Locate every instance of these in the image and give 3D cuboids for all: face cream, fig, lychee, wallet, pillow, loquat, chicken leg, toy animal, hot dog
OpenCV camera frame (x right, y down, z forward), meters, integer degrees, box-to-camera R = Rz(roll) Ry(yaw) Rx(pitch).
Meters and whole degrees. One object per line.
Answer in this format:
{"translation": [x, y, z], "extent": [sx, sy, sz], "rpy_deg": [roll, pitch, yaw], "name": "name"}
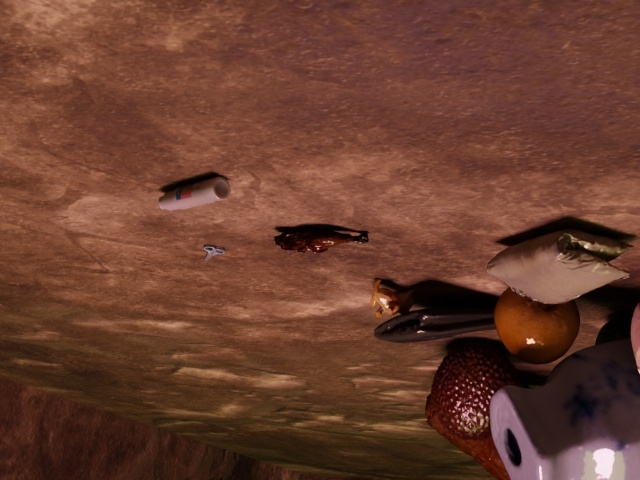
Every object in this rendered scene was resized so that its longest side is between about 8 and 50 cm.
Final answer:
{"translation": [-0.181, -0.062, 1.651], "extent": [0.130, 0.034, 0.034], "rpy_deg": [-12, 154, 43], "name": "face cream"}
{"translation": [0.548, 0.189, 2.010], "extent": [0.156, 0.123, 0.123], "rpy_deg": [0, 164, -17], "name": "fig"}
{"translation": [0.305, 0.292, 2.292], "extent": [0.194, 0.194, 0.194], "rpy_deg": [6, 161, 2], "name": "lychee"}
{"translation": [0.233, 0.146, 2.027], "extent": [0.245, 0.052, 0.168], "rpy_deg": [-2, 168, -28], "name": "wallet"}
{"translation": [0.341, 0.036, 1.685], "extent": [0.134, 0.078, 0.181], "rpy_deg": [17, 158, -26], "name": "pillow"}
{"translation": [0.342, 0.125, 1.869], "extent": [0.141, 0.141, 0.141], "rpy_deg": [6, 161, 2], "name": "loquat"}
{"translation": [-0.002, 0.000, 1.771], "extent": [0.145, 0.037, 0.062], "rpy_deg": [-2, -178, 26], "name": "chicken leg"}
{"translation": [0.125, 0.095, 2.001], "extent": [0.083, 0.081, 0.060], "rpy_deg": [-25, 180, -45], "name": "toy animal"}
{"translation": [0.394, 0.399, 2.472], "extent": [0.267, 0.174, 0.387], "rpy_deg": [3, -159, -43], "name": "hot dog"}

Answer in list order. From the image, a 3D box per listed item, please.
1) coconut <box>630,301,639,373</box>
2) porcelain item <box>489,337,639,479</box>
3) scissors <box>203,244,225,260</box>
{"translation": [0.557, 0.153, 1.671], "extent": [0.227, 0.227, 0.230], "rpy_deg": [5, -157, 6], "name": "coconut"}
{"translation": [0.481, 0.275, 1.837], "extent": [0.405, 0.242, 0.178], "rpy_deg": [-11, 139, -14], "name": "porcelain item"}
{"translation": [-0.182, 0.023, 1.945], "extent": [0.036, 0.006, 0.083], "rpy_deg": [14, 160, -14], "name": "scissors"}
